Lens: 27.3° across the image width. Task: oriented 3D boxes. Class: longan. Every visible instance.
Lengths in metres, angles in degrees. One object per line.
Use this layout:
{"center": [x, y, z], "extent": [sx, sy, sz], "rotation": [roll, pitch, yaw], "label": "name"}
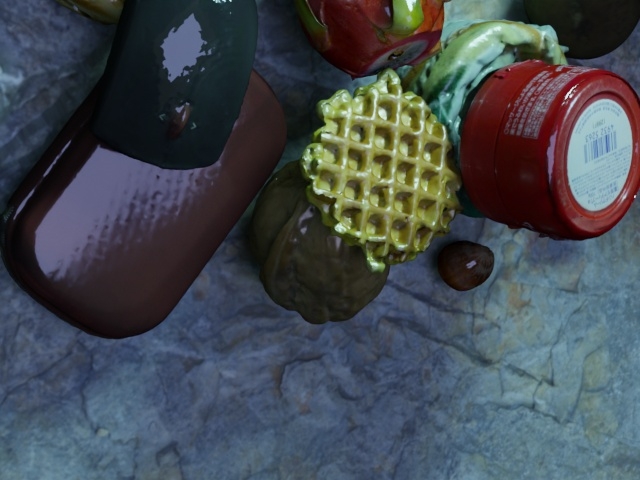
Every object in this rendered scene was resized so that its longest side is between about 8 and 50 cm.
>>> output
{"center": [0.373, -0.348, 1.877], "extent": [0.167, 0.167, 0.187], "rotation": [-51, 149, -8], "label": "longan"}

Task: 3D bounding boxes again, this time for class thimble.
{"center": [0.225, -0.178, 1.844], "extent": [0.254, 0.167, 0.288], "rotation": [25, 91, -30], "label": "thimble"}

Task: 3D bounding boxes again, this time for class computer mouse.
{"center": [-0.159, -0.216, 1.550], "extent": [0.170, 0.100, 0.269], "rotation": [14, 96, -26], "label": "computer mouse"}

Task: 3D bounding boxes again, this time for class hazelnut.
{"center": [0.214, 0.034, 1.940], "extent": [0.086, 0.086, 0.086], "rotation": [-7, 105, -26], "label": "hazelnut"}

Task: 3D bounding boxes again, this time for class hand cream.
{"center": [0.304, -0.117, 1.697], "extent": [0.230, 0.149, 0.230], "rotation": [-8, 103, -40], "label": "hand cream"}

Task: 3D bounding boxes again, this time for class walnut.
{"center": [0.000, 0.000, 1.749], "extent": [0.198, 0.198, 0.245], "rotation": [-26, 145, -20], "label": "walnut"}

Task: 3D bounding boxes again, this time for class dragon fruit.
{"center": [0.065, -0.328, 1.693], "extent": [0.224, 0.224, 0.227], "rotation": [-25, 89, -20], "label": "dragon fruit"}

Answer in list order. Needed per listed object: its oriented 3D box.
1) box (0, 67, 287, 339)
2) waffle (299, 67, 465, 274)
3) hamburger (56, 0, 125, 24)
{"center": [-0.218, -0.072, 1.672], "extent": [0.263, 0.108, 0.404], "rotation": [41, 82, -28], "label": "box"}
{"center": [0.077, -0.085, 1.652], "extent": [0.238, 0.058, 0.243], "rotation": [-43, 108, -33], "label": "waffle"}
{"center": [-0.245, -0.357, 1.590], "extent": [0.213, 0.108, 0.214], "rotation": [-7, 105, -27], "label": "hamburger"}
